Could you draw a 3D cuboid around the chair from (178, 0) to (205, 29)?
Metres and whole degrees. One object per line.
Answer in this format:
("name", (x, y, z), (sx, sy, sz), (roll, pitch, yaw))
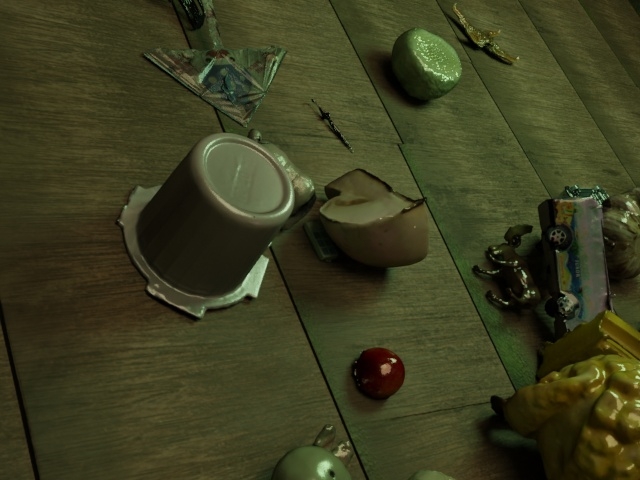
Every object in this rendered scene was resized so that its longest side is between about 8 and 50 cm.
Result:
("chair", (-0.326, -0.527, 1.725), (0.084, 0.101, 0.213), (-70, 146, -47))

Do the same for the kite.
("kite", (-0.201, -0.369, 1.695), (0.335, 0.011, 0.314), (-8, 72, -35))

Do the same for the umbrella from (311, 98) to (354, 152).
("umbrella", (0.028, -0.251, 1.826), (0.149, 0.022, 0.022), (52, 16, -2))

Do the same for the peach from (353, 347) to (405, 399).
("peach", (0.107, 0.223, 1.449), (0.098, 0.061, 0.098), (27, 45, -31))

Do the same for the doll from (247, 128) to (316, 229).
("doll", (-0.093, -0.115, 1.545), (0.192, 0.095, 0.149), (38, 42, -13))

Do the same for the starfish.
("starfish", (0.492, -0.609, 2.515), (0.247, 0.050, 0.138), (20, 44, -37))

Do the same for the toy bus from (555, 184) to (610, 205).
("toy bus", (0.691, -0.089, 2.200), (0.193, 0.089, 0.087), (-3, 58, -42))

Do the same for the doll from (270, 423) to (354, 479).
("doll", (-0.026, 0.381, 1.170), (0.155, 0.113, 0.275), (45, 31, -14))

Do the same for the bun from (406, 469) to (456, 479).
("bun", (0.183, 0.465, 1.251), (0.231, 0.133, 0.231), (46, 15, -17))

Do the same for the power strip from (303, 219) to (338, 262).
("power strip", (0.000, 0.000, 1.584), (0.040, 0.016, 0.090), (-6, 61, -43))

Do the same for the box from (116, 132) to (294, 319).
("box", (-0.144, -0.041, 1.348), (0.291, 0.206, 0.262), (-7, 62, -41))

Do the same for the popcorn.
("popcorn", (0.490, 0.358, 1.502), (0.381, 0.349, 0.349), (17, 29, 29))

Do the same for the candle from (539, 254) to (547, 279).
("candle", (0.558, -0.005, 1.953), (0.068, 0.169, 0.192), (12, 44, 12))

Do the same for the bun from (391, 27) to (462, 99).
("bun", (0.258, -0.435, 2.104), (0.195, 0.118, 0.195), (18, 52, -25))

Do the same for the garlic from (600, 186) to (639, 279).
("garlic", (0.774, -0.024, 2.131), (0.244, 0.245, 0.160), (16, 15, -31))

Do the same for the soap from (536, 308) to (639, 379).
("soap", (0.627, 0.297, 1.726), (0.324, 0.204, 0.096), (36, 43, -10))

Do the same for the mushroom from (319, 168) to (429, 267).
("mushroom", (0.084, -0.011, 1.598), (0.162, 0.173, 0.236), (-24, 31, -21))

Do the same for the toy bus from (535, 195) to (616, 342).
("toy bus", (0.555, 0.065, 1.829), (0.137, 0.112, 0.317), (-6, 85, 1))

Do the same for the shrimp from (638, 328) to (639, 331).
("shrimp", (0.923, 0.293, 2.107), (0.185, 0.068, 0.287), (-23, 83, -45))

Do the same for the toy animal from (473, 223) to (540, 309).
("toy animal", (0.426, 0.061, 1.853), (0.186, 0.094, 0.214), (-3, 58, -31))
